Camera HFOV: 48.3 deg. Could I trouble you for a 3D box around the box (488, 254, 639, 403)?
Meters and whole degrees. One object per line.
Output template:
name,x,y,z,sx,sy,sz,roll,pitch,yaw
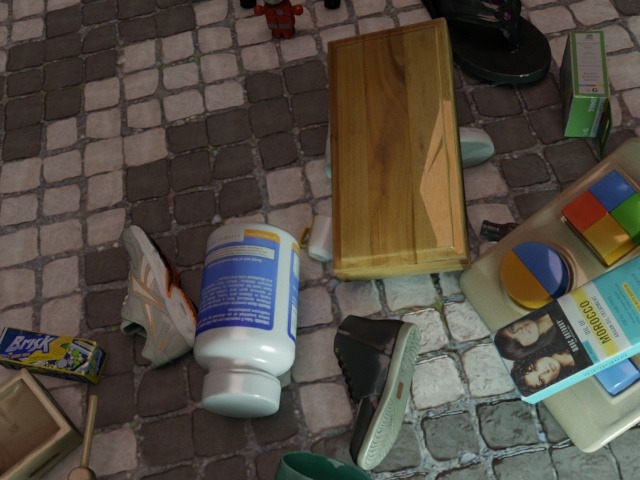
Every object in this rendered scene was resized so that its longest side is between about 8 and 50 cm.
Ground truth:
box,0.353,0.112,0.924,0.244,0.060,0.100,-32,61,17

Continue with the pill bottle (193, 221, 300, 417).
pill bottle,-0.112,0.121,1.084,0.153,0.152,0.271,-2,59,8

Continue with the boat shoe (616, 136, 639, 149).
boat shoe,0.536,-0.036,1.072,0.136,0.156,0.366,-3,58,4

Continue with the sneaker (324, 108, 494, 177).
sneaker,0.151,-0.206,1.263,0.293,0.108,0.169,-4,62,8

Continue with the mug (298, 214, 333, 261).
mug,0.004,0.001,1.201,0.062,0.078,0.064,26,72,-15

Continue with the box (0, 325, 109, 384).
box,-0.436,0.186,1.152,0.169,0.054,0.059,7,62,12

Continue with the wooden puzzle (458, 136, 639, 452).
wooden puzzle,0.397,0.067,0.991,0.348,0.081,0.322,-43,59,17

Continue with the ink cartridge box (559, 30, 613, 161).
ink cartridge box,0.459,-0.251,1.241,0.062,0.109,0.209,1,60,10

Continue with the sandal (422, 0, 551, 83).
sandal,0.289,-0.474,1.399,0.168,0.107,0.445,-25,59,-6

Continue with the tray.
tray,0.120,-0.149,1.149,0.203,0.076,0.410,-7,69,17

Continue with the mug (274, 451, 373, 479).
mug,0.010,0.353,0.942,0.158,0.129,0.097,16,89,9

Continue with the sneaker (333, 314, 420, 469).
sneaker,0.063,0.219,1.054,0.118,0.083,0.221,7,63,30

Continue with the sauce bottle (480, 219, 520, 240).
sauce bottle,0.324,-0.006,1.158,0.128,0.042,0.042,13,63,19

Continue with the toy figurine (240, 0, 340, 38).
toy figurine,-0.072,-0.551,1.476,0.210,0.148,0.213,-33,60,-11

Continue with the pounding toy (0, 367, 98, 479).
pounding toy,-0.402,0.298,1.065,0.181,0.094,0.206,-39,71,-20

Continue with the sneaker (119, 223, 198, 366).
sneaker,-0.288,0.088,1.166,0.121,0.099,0.262,-32,59,-5
